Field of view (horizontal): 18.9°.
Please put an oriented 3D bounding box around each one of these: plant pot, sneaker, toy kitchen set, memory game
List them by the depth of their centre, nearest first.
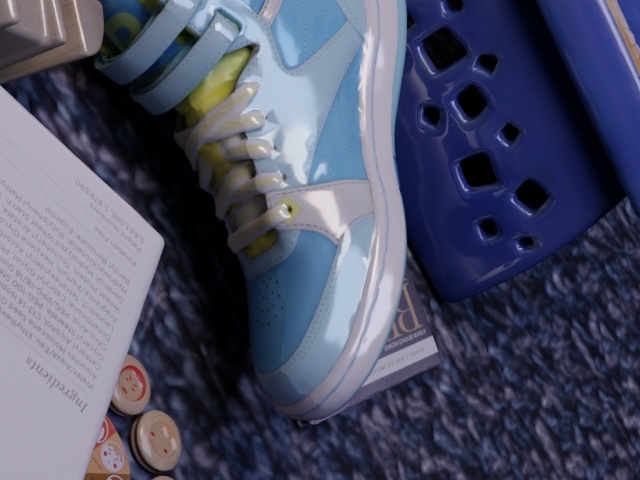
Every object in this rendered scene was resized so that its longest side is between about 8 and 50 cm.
[{"bbox_3d":[-0.222,-0.172,1.027,0.207,0.122,0.166,18,58,-71],"label":"toy kitchen set"},{"bbox_3d":[-0.136,0.128,1.055,0.186,0.012,0.186,27,53,-43],"label":"memory game"},{"bbox_3d":[-0.058,-0.059,1.150,0.208,0.127,0.319,22,55,-33],"label":"sneaker"},{"bbox_3d":[0.169,-0.122,1.405,0.236,0.212,0.236,-39,106,-52],"label":"plant pot"}]

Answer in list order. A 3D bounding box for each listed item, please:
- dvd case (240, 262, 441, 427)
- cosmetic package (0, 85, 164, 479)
[{"bbox_3d":[0.000,0.000,1.289,0.164,0.018,0.221,-18,89,-54],"label":"dvd case"},{"bbox_3d":[-0.195,0.043,0.898,0.151,0.151,0.184,45,42,-31],"label":"cosmetic package"}]
